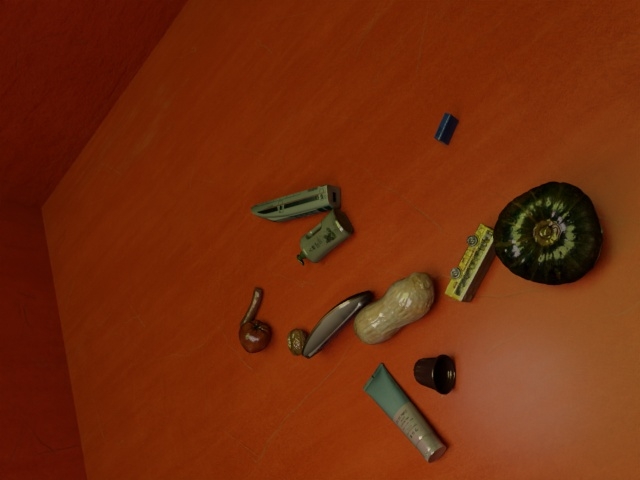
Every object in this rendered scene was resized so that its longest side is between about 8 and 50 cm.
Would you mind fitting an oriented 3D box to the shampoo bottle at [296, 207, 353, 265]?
[{"bbox_3d":[0.000,0.000,1.772,0.234,0.087,0.118,-40,61,25],"label":"shampoo bottle"}]

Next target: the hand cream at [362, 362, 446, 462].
[{"bbox_3d":[0.245,0.516,1.497,0.111,0.070,0.312,-58,45,16],"label":"hand cream"}]

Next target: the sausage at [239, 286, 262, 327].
[{"bbox_3d":[-0.270,0.270,1.962,0.047,0.040,0.177,31,100,45],"label":"sausage"}]

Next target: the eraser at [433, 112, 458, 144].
[{"bbox_3d":[0.389,-0.345,1.547,0.027,0.063,0.085,29,99,39],"label":"eraser"}]

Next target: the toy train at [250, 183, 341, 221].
[{"bbox_3d":[-0.109,-0.123,1.890,0.407,0.086,0.088,-11,80,37],"label":"toy train"}]

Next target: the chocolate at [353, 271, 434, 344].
[{"bbox_3d":[0.224,0.213,1.522,0.309,0.134,0.134,-44,57,24],"label":"chocolate"}]

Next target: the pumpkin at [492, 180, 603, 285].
[{"bbox_3d":[0.570,-0.015,1.269,0.260,0.189,0.260,0,91,18],"label":"pumpkin"}]

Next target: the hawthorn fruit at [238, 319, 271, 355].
[{"bbox_3d":[-0.242,0.366,1.877,0.125,0.125,0.140,-5,110,38],"label":"hawthorn fruit"}]

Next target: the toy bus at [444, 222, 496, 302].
[{"bbox_3d":[0.432,0.065,1.416,0.074,0.081,0.226,33,101,39],"label":"toy bus"}]

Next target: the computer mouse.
[{"bbox_3d":[0.046,0.266,1.642,0.072,0.158,0.310,46,111,15],"label":"computer mouse"}]

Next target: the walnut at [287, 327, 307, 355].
[{"bbox_3d":[-0.079,0.358,1.769,0.079,0.082,0.096,-42,55,58],"label":"walnut"}]

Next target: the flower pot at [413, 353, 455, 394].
[{"bbox_3d":[0.319,0.380,1.434,0.089,0.111,0.111,-9,75,49],"label":"flower pot"}]
